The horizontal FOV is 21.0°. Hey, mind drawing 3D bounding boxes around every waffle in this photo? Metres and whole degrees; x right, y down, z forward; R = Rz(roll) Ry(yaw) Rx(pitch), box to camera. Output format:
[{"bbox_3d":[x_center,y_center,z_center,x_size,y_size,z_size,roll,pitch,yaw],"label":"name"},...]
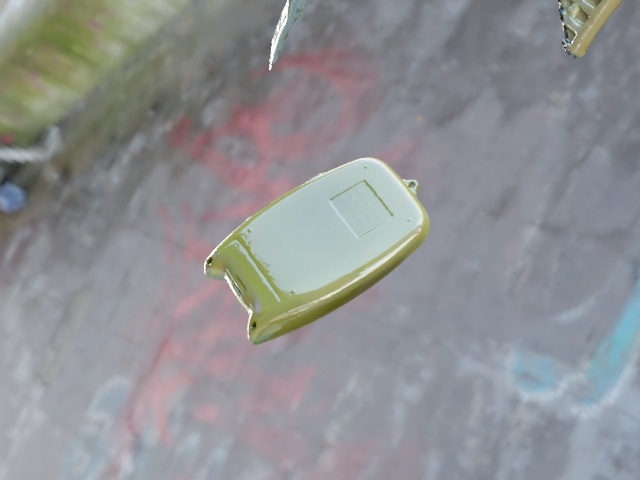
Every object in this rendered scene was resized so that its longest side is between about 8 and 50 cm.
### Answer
[{"bbox_3d":[0.231,-0.257,1.686,0.097,0.023,0.152,-53,54,18],"label":"waffle"}]

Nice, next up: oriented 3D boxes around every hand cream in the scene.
[{"bbox_3d":[-0.039,-0.273,2.113,0.165,0.037,0.057,119,160,-58],"label":"hand cream"}]

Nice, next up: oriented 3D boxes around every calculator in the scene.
[{"bbox_3d":[0.000,0.000,1.776,0.236,0.033,0.157,-32,51,-7],"label":"calculator"}]
